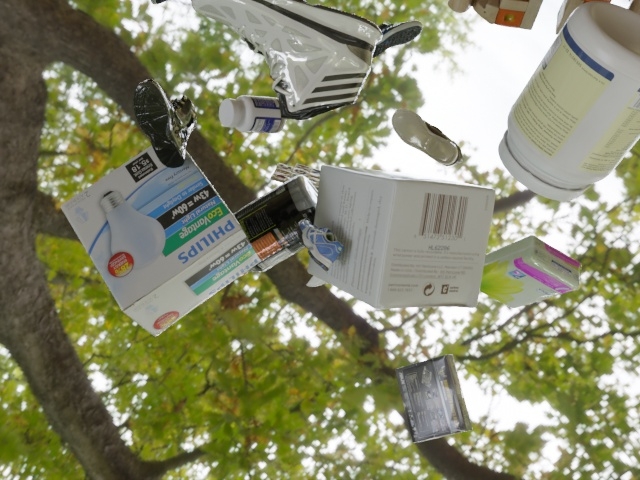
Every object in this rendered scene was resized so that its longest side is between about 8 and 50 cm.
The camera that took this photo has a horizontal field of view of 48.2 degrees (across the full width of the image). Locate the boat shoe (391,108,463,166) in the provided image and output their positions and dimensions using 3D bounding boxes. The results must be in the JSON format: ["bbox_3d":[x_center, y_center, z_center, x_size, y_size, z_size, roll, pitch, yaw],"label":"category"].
[{"bbox_3d":[0.403,-0.388,2.707,0.324,0.116,0.097,41,-161,29],"label":"boat shoe"}]

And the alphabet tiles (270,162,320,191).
[{"bbox_3d":[0.005,-0.190,2.452,0.342,0.011,0.285,17,-156,0],"label":"alphabet tiles"}]

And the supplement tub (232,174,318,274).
[{"bbox_3d":[-0.148,-0.037,2.195,0.207,0.338,0.207,57,-169,-18],"label":"supplement tub"}]

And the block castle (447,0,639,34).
[{"bbox_3d":[0.492,-0.613,1.463,0.453,0.213,0.303,9,-113,4],"label":"block castle"}]

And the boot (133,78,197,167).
[{"bbox_3d":[-0.380,-0.321,1.771,0.178,0.085,0.236,-81,-18,-48],"label":"boot"}]

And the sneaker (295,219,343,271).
[{"bbox_3d":[0.000,0.000,1.894,0.080,0.081,0.211,41,-172,-38],"label":"sneaker"}]

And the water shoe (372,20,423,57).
[{"bbox_3d":[0.198,-0.607,2.082,0.073,0.203,0.080,25,-128,-54],"label":"water shoe"}]

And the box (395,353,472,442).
[{"bbox_3d":[0.340,0.478,2.163,0.056,0.183,0.231,13,-121,-56],"label":"box"}]

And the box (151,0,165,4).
[{"bbox_3d":[-0.520,-1.084,2.168,0.480,0.297,0.472,63,175,18],"label":"box"}]

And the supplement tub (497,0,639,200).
[{"bbox_3d":[0.506,-0.258,1.368,0.235,0.325,0.235,13,-135,-13],"label":"supplement tub"}]

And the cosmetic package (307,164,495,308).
[{"bbox_3d":[0.208,-0.019,1.952,0.329,0.327,0.393,3,-170,-28],"label":"cosmetic package"}]

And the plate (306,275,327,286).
[{"bbox_3d":[0.108,0.069,2.643,0.278,0.277,0.045,-21,-110,-40],"label":"plate"}]

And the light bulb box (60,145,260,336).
[{"bbox_3d":[-0.411,-0.014,1.867,0.361,0.358,0.225,51,172,24],"label":"light bulb box"}]

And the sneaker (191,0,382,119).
[{"bbox_3d":[-0.108,-0.418,1.613,0.447,0.257,0.169,18,-175,6],"label":"sneaker"}]

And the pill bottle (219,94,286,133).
[{"bbox_3d":[-0.207,-0.383,2.172,0.186,0.112,0.112,-4,-131,-39],"label":"pill bottle"}]

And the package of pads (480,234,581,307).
[{"bbox_3d":[0.640,0.106,2.253,0.229,0.296,0.101,27,-121,-23],"label":"package of pads"}]
